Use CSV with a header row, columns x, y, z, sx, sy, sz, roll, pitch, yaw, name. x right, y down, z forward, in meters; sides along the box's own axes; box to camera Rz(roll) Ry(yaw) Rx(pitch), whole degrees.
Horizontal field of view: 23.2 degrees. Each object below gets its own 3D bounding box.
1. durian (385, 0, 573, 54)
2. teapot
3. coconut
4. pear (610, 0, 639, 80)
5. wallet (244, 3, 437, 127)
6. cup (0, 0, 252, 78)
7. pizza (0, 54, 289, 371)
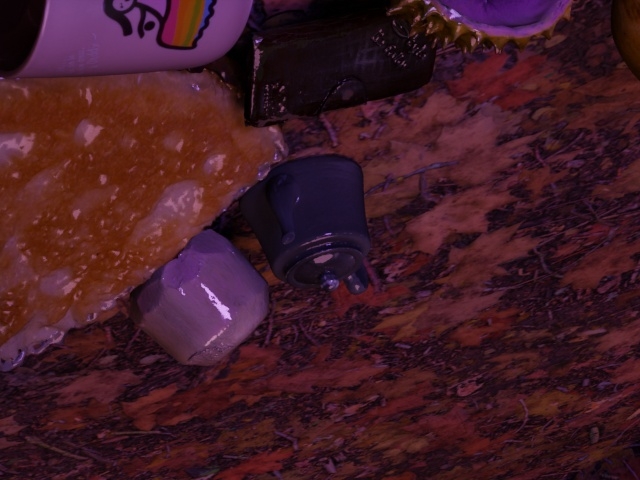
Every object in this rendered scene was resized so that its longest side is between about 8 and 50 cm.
x,y,z,sx,sy,sz,roll,pitch,yaw,name
0.152,-0.255,1.537,0.260,0.186,0.154,7,141,-18,durian
0.000,0.000,1.947,0.162,0.149,0.239,-26,153,15,teapot
-0.160,0.061,1.968,0.171,0.183,0.171,-41,-177,3,coconut
0.415,-0.241,1.665,0.209,0.209,0.209,-14,154,-7,pear
0.027,-0.188,1.650,0.232,0.031,0.122,-17,134,-25,wallet
-0.169,-0.262,1.308,0.200,0.191,0.253,-5,119,-32,cup
-0.205,-0.089,1.627,0.392,0.080,0.435,-25,142,-23,pizza
